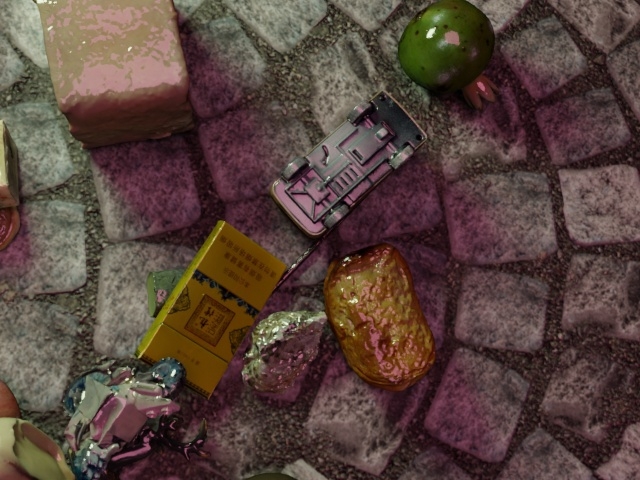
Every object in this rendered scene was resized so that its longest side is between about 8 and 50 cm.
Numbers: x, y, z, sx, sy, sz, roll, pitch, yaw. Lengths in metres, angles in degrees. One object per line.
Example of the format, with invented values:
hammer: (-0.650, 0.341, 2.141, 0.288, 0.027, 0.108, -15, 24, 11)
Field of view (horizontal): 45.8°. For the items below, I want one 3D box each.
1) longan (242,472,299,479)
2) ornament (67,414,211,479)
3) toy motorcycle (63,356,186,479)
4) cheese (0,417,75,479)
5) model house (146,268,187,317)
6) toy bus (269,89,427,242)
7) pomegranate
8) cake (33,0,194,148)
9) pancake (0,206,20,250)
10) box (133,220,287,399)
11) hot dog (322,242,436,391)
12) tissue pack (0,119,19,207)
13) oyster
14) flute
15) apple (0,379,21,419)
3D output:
longan: (-0.069, 0.486, 1.247, 0.220, 0.196, 0.196, 42, 78, -2)
ornament: (-0.287, 0.399, 1.285, 0.236, 0.080, 0.202, -22, 80, -11)
toy motorcycle: (-0.329, 0.297, 1.221, 0.108, 0.239, 0.204, 37, 41, -35)
cheese: (-0.518, 0.395, 1.170, 0.233, 0.266, 0.127, -36, 48, -6)
model house: (-0.264, 0.094, 1.356, 0.083, 0.066, 0.079, -2, 69, -26)
toy bus: (0.043, -0.128, 1.380, 0.289, 0.157, 0.139, -43, 88, -13)
pomegranate: (0.257, -0.347, 1.448, 0.187, 0.187, 0.225, -48, 115, -12)
cake: (-0.350, -0.332, 1.322, 0.229, 0.237, 0.309, -14, 85, -7)
pancake: (-0.602, -0.037, 1.341, 0.139, 0.022, 0.140, 2, 80, -9)
box: (-0.190, 0.121, 1.338, 0.153, 0.041, 0.279, 37, 76, -27)
hot dog: (0.107, 0.142, 1.369, 0.175, 0.114, 0.259, -18, 84, -15)
tissue pack: (-0.630, -0.119, 1.301, 0.196, 0.092, 0.148, -11, 63, -8)
oyster: (-0.068, 0.192, 1.357, 0.124, 0.064, 0.177, 24, 90, -9)
flute: (0.000, 0.000, 1.425, 0.014, 0.014, 0.269, 44, 78, 1)
apple: (-0.574, 0.294, 1.242, 0.153, 0.120, 0.154, 1, 81, -7)
